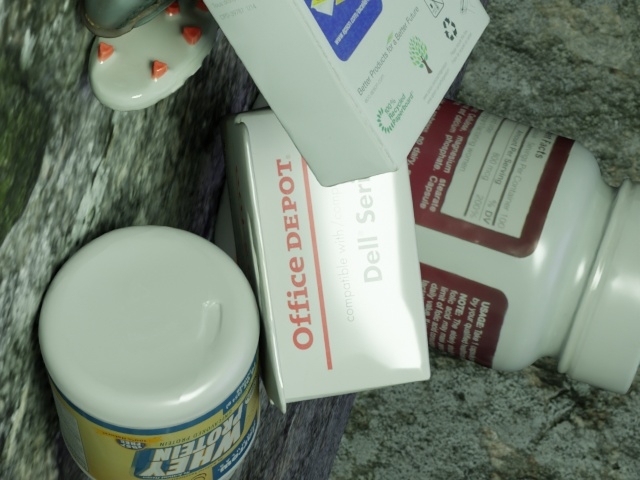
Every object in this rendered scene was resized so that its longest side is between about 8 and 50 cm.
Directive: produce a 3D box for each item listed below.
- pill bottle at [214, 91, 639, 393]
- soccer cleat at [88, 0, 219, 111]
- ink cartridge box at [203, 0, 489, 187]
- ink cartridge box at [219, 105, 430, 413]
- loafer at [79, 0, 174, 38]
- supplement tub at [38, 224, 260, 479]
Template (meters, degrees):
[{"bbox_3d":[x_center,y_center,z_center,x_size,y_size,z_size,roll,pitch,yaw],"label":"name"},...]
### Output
[{"bbox_3d":[0.122,-0.012,1.621,0.224,0.392,0.224,19,90,-81],"label":"pill bottle"},{"bbox_3d":[-0.092,-0.138,1.129,0.076,0.068,0.196,104,7,-49],"label":"soccer cleat"},{"bbox_3d":[-0.026,-0.208,0.996,0.332,0.065,0.165,59,42,-25],"label":"ink cartridge box"},{"bbox_3d":[0.000,0.000,1.308,0.353,0.119,0.207,-139,-138,-83],"label":"ink cartridge box"},{"bbox_3d":[-0.070,-0.215,1.085,0.084,0.096,0.267,-52,180,44],"label":"loafer"},{"bbox_3d":[-0.113,0.095,1.223,0.199,0.144,0.144,92,19,-61],"label":"supplement tub"}]
